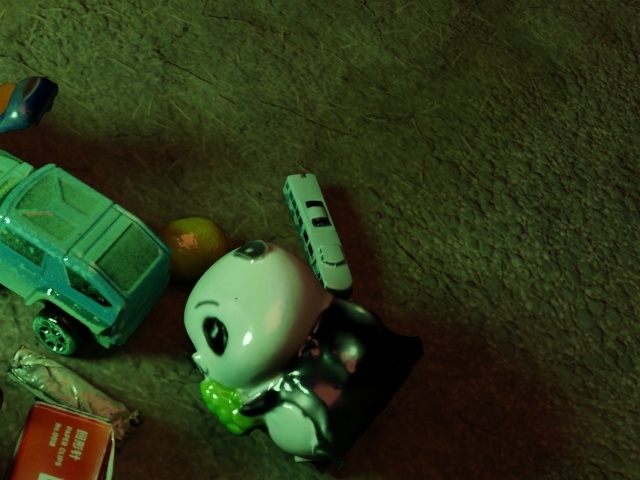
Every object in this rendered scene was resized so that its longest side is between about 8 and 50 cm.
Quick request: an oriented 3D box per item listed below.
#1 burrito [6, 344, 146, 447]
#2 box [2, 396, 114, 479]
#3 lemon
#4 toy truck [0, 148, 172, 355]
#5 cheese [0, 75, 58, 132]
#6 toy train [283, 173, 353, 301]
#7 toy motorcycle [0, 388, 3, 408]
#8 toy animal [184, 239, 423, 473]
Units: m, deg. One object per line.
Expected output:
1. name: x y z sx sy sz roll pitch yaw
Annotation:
1. burrito: -0.282 0.176 1.471 0.171 0.042 0.051 34 52 4
2. box: -0.276 0.268 1.303 0.099 0.182 0.133 18 46 -12
3. lemon: -0.160 0.010 1.621 0.110 0.082 0.082 -13 58 -32
4. toy truck: -0.319 0.007 1.518 0.278 0.156 0.155 33 49 5
5. cheese: -0.472 -0.142 1.541 0.329 0.129 0.217 -6 35 16
6. toy train: 0.000 0.000 1.714 0.043 0.047 0.208 -4 53 -22
7. toy motorcycle: -0.454 0.151 1.325 0.134 0.401 0.207 26 73 -51
8. toy animal: -0.040 0.134 1.488 0.266 0.212 0.212 33 49 1
